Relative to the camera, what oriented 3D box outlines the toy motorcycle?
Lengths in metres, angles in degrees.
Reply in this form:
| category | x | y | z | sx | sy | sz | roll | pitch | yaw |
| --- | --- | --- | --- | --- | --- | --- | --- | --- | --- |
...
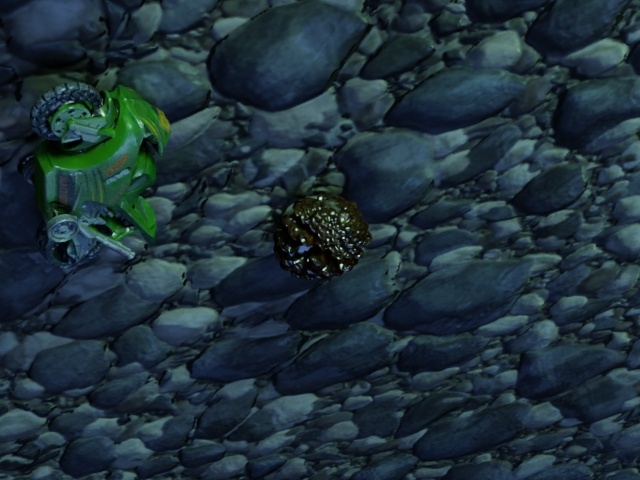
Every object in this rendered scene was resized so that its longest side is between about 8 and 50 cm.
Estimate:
| category | x | y | z | sx | sy | sz | roll | pitch | yaw |
| --- | --- | --- | --- | --- | --- | --- | --- | --- | --- |
| toy motorcycle | -0.164 | -0.052 | 0.991 | 0.106 | 0.074 | 0.190 | -16 | 144 | -21 |

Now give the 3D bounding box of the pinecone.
| category | x | y | z | sx | sy | sz | roll | pitch | yaw |
| --- | --- | --- | --- | --- | --- | --- | --- | --- | --- |
| pinecone | 0.000 | 0.000 | 1.126 | 0.077 | 0.077 | 0.083 | 4 | 147 | -30 |
